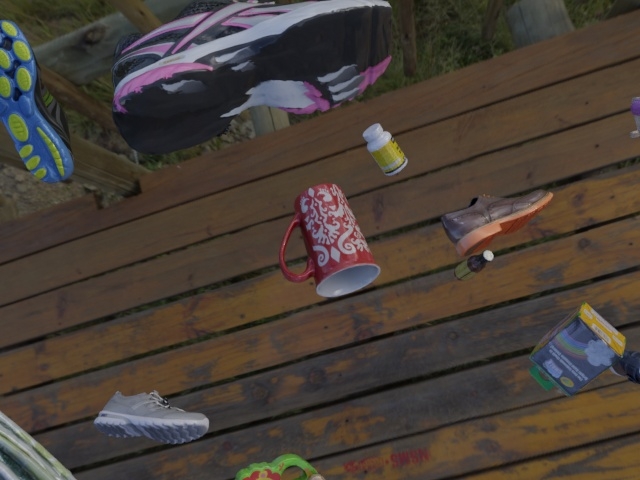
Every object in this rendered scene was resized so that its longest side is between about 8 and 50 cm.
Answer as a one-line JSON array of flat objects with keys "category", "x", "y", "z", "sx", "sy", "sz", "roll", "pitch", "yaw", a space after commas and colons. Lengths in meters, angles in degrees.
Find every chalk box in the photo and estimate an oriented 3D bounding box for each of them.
[{"category": "chalk box", "x": 0.613, "y": 0.280, "z": 1.311, "sx": 0.132, "sy": 0.132, "sz": 0.213, "roll": 47, "pitch": 121, "yaw": 16}]

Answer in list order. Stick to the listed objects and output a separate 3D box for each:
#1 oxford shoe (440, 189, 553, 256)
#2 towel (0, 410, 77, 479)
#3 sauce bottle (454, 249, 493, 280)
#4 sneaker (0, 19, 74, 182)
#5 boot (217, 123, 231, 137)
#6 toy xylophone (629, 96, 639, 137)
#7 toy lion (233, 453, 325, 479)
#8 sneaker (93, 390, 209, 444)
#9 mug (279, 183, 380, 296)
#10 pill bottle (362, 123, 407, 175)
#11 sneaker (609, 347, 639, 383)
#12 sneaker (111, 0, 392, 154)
[{"category": "oxford shoe", "x": 0.492, "y": -0.085, "z": 1.469, "sx": 0.363, "sy": 0.130, "sz": 0.133, "roll": -22, "pitch": 67, "yaw": -26}, {"category": "towel", "x": -0.342, "y": 0.239, "z": 0.498, "sx": 0.320, "sy": 0.090, "sz": 0.374, "roll": 39, "pitch": 134, "yaw": -1}, {"category": "sauce bottle", "x": 0.354, "y": 0.057, "z": 1.229, "sx": 0.042, "sy": 0.128, "sz": 0.042, "roll": 6, "pitch": 67, "yaw": -15}, {"category": "sneaker", "x": -0.349, "y": -0.161, "z": 0.636, "sx": 0.067, "sy": 0.078, "sz": 0.188, "roll": -20, "pitch": 111, "yaw": -12}, {"category": "boot", "x": -0.288, "y": -0.356, "z": 1.481, "sx": 0.045, "sy": 0.099, "sz": 0.121, "roll": -23, "pitch": 77, "yaw": -39}, {"category": "toy xylophone", "x": 0.626, "y": -0.198, "z": 0.811, "sx": 0.322, "sy": 0.236, "sz": 0.081, "roll": -12, "pitch": 108, "yaw": -10}, {"category": "toy lion", "x": -0.057, "y": 0.294, "z": 0.628, "sx": 0.100, "sy": 0.034, "sz": 0.096, "roll": -48, "pitch": 111, "yaw": -15}, {"category": "sneaker", "x": -0.404, "y": 0.415, "z": 1.300, "sx": 0.281, "sy": 0.105, "sz": 0.115, "roll": 4, "pitch": 46, "yaw": 8}, {"category": "mug", "x": 0.007, "y": -0.005, "z": 0.901, "sx": 0.113, "sy": 0.150, "sz": 0.169, "roll": -44, "pitch": 55, "yaw": 41}, {"category": "pill bottle", "x": 0.150, "y": -0.216, "z": 1.263, "sx": 0.065, "sy": 0.065, "sz": 0.116, "roll": -39, "pitch": 115, "yaw": 2}, {"category": "sneaker", "x": 0.879, "y": 0.353, "z": 1.462, "sx": 0.163, "sy": 0.226, "sz": 0.086, "roll": 27, "pitch": 91, "yaw": 55}, {"category": "sneaker", "x": -0.042, "y": -0.120, "z": 0.319, "sx": 0.178, "sy": 0.072, "sz": 0.077, "roll": -18, "pitch": 61, "yaw": -16}]
